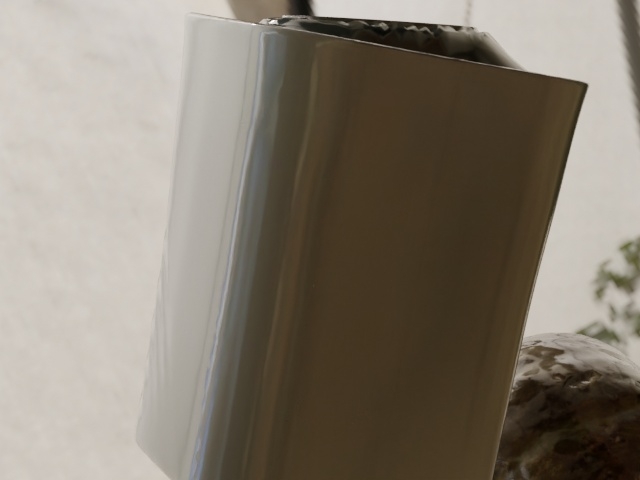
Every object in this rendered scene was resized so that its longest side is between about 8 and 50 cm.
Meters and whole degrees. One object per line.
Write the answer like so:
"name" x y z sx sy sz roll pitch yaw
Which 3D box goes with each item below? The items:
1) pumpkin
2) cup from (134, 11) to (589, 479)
"pumpkin" 0.136 0.152 0.961 0.162 0.219 0.219 -26 -13 6
"cup" 0.000 0.000 0.471 0.095 0.129 0.128 8 7 -25
